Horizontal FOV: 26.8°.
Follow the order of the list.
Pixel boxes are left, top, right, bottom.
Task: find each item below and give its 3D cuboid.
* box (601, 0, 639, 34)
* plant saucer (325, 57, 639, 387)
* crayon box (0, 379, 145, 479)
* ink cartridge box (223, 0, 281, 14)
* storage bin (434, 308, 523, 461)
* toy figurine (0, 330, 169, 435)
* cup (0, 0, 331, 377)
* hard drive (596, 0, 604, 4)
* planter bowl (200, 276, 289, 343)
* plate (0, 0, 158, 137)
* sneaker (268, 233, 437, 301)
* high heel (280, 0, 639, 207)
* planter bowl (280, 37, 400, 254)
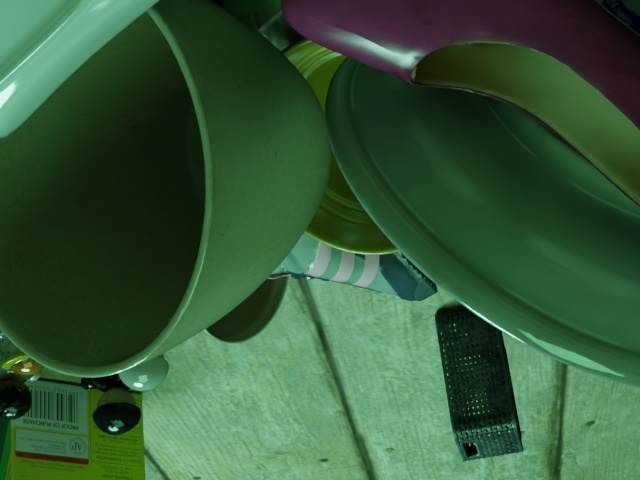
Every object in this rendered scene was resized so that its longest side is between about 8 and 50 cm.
[{"bbox_3d":[0.326,-0.187,1.164,0.137,0.072,0.126,-35,149,2],"label":"box"},{"bbox_3d":[0.202,-0.063,1.030,0.400,0.400,0.100,9,129,-26],"label":"plant saucer"},{"bbox_3d":[-0.342,0.356,1.826,0.202,0.319,0.081,14,146,-32],"label":"crayon box"},{"bbox_3d":[-0.002,-0.241,1.066,0.171,0.056,0.235,-6,150,-3],"label":"ink cartridge box"},{"bbox_3d":[0.210,0.188,1.773,0.084,0.180,0.122,-10,152,9],"label":"storage bin"},{"bbox_3d":[-0.294,0.135,1.605,0.209,0.148,0.213,6,150,-23],"label":"toy figurine"},{"bbox_3d":[-0.129,-0.069,1.135,0.331,0.331,0.237,-31,166,38],"label":"cup"},{"bbox_3d":[0.217,-0.138,1.315,0.203,0.040,0.307,-11,152,9],"label":"hard drive"},{"bbox_3d":[-0.124,0.023,1.449,0.109,0.162,0.162,8,165,38],"label":"planter bowl"},{"bbox_3d":[-0.271,-0.210,0.944,0.277,0.045,0.278,42,132,-19],"label":"plate"},{"bbox_3d":[0.000,0.000,1.431,0.131,0.112,0.319,-40,134,15],"label":"sneaker"},{"bbox_3d":[0.149,-0.074,0.866,0.377,0.181,0.127,9,170,8],"label":"high heel"},{"bbox_3d":[0.046,-0.102,1.249,0.217,0.090,0.217,9,118,18],"label":"planter bowl"}]
